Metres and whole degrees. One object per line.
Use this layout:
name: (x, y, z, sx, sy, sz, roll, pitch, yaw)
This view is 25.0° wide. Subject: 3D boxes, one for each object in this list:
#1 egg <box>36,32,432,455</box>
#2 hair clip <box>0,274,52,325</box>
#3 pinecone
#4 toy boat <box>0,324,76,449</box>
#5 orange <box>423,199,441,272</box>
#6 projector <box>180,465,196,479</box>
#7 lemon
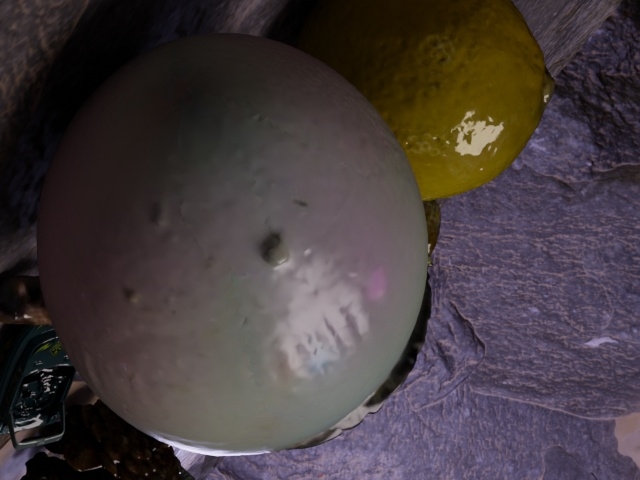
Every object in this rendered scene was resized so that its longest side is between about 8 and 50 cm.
egg: (-0.089, -0.024, 1.259, 0.354, 0.354, 0.340, -43, 150, -16)
hair clip: (-0.230, 0.058, 1.560, 0.069, 0.173, 0.300, -7, 179, 27)
pinecone: (-0.323, 0.346, 2.113, 0.272, 0.224, 0.224, -38, 174, 23)
toy boat: (-0.319, 0.146, 1.638, 0.093, 0.103, 0.246, -9, 144, -34)
orange: (0.000, 0.000, 1.969, 0.271, 0.210, 0.368, -4, -131, 37)
projector: (-0.331, 0.428, 2.475, 0.099, 0.192, 0.256, -44, 172, -39)
lemon: (0.103, -0.175, 1.580, 0.293, 0.293, 0.293, -44, 170, -10)
